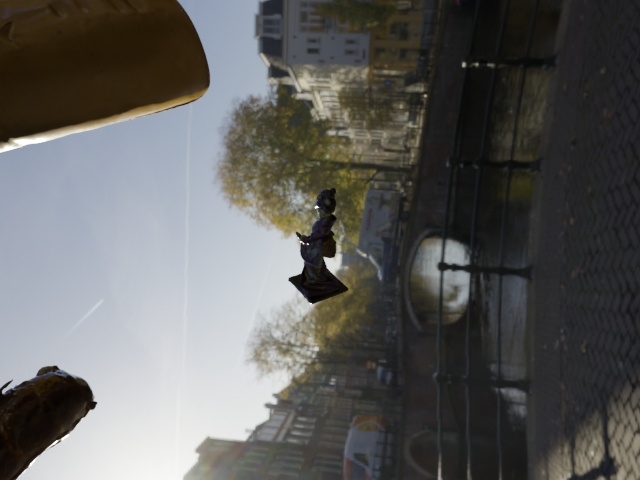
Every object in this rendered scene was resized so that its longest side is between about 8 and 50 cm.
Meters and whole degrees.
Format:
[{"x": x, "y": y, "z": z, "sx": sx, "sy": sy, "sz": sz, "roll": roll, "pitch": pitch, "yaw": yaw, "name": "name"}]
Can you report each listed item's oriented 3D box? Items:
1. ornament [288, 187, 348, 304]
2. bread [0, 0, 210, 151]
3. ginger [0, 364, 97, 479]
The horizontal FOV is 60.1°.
[{"x": -0.007, "y": 0.005, "z": 0.926, "sx": 0.088, "sy": 0.081, "sz": 0.203, "roll": 42, "pitch": 145, "yaw": 40, "name": "ornament"}, {"x": -0.233, "y": -0.124, "z": 0.390, "sx": 0.142, "sy": 0.305, "sz": 0.091, "roll": 49, "pitch": 147, "yaw": 28, "name": "bread"}, {"x": -0.614, "y": 0.339, "z": 1.021, "sx": 0.418, "sy": 0.176, "sz": 0.254, "roll": -32, "pitch": -83, "yaw": -56, "name": "ginger"}]
